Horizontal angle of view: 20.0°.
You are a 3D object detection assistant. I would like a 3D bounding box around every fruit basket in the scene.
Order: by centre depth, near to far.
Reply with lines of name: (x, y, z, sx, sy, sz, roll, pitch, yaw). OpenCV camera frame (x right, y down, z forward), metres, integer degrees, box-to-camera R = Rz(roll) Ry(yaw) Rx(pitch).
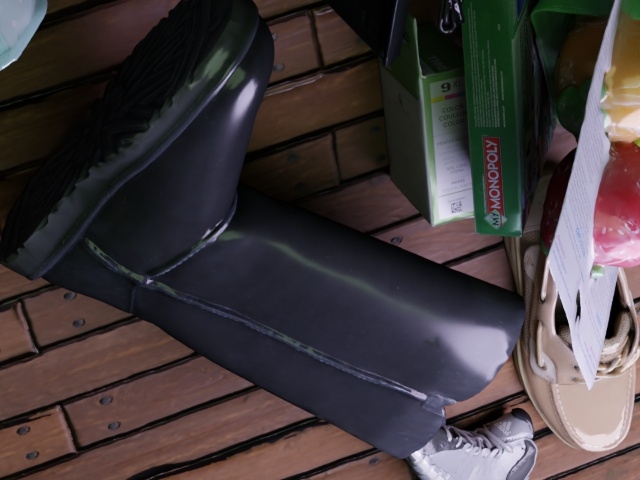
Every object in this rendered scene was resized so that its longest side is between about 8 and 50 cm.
fruit basket: (0.245, -0.084, 1.590, 0.327, 0.165, 0.353, 58, 50, -64)

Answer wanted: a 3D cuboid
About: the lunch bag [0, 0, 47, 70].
lunch bag: (-0.313, -0.250, 1.340, 0.160, 0.262, 0.223, -27, 124, -6)

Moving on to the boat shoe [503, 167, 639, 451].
boat shoe: (0.262, 0.094, 1.839, 0.122, 0.110, 0.341, -24, 123, -8)

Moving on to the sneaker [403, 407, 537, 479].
sneaker: (0.151, 0.203, 1.880, 0.132, 0.086, 0.228, -39, 134, -3)

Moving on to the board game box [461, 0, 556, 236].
board game box: (0.167, -0.192, 1.595, 0.046, 0.213, 0.317, 2, 121, 15)

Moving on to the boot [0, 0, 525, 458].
boot: (-0.001, 0.001, 1.588, 0.445, 0.146, 0.367, 29, 136, -22)

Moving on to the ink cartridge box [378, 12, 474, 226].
ink cartridge box: (0.101, -0.130, 1.656, 0.062, 0.109, 0.209, -15, 121, -13)

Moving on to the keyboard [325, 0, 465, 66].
keyboard: (0.069, -0.269, 1.467, 0.033, 0.201, 0.317, -25, 147, -25)
